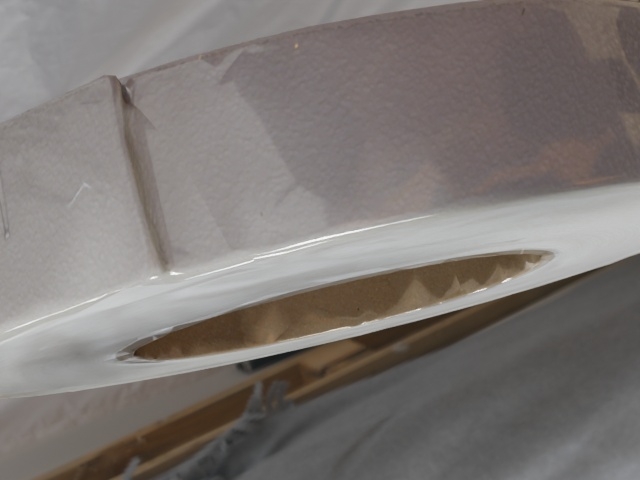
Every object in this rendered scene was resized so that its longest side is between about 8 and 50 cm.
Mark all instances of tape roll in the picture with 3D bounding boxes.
[{"bbox_3d":[0.000,0.000,0.506,0.392,0.392,0.072,-30,70,62],"label":"tape roll"}]
